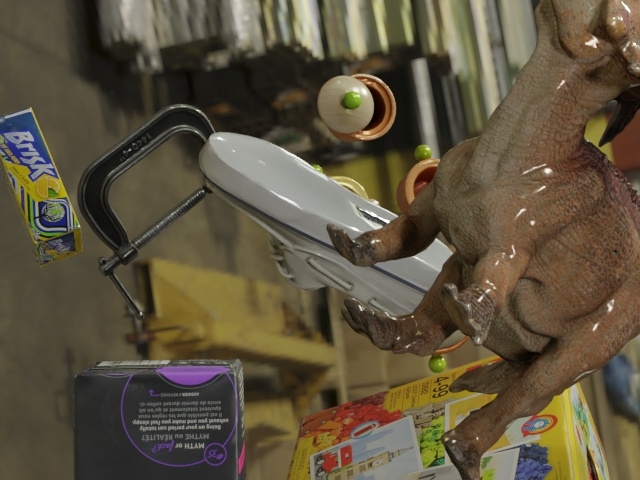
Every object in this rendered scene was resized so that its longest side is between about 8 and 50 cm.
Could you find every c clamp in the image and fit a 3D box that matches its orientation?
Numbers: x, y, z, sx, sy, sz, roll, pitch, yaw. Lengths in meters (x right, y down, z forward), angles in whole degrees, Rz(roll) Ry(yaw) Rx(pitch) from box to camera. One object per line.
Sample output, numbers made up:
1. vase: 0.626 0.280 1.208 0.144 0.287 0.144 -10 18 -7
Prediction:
1. c clamp: -0.141 -0.034 1.199 0.161 0.022 0.137 -45 120 -15

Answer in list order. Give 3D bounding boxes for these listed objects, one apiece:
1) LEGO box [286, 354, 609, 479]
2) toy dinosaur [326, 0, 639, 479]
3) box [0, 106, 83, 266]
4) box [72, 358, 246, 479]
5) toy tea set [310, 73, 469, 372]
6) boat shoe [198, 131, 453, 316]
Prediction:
1. LEGO box: 0.149 0.348 1.627 0.500 0.373 0.193 -75 143 -69
2. toy dinosaur: 0.121 0.001 0.681 0.127 0.200 0.295 49 -18 35
3. box: -0.316 -0.061 1.533 0.059 0.054 0.169 102 -35 -61
4. box: -0.158 0.259 1.397 0.143 0.165 0.270 168 -78 -89
5. toy tea set: 0.095 -0.027 1.517 0.336 0.200 0.124 49 -18 -6
6. boat shoe: 0.000 0.000 1.178 0.268 0.088 0.096 25 25 -31
